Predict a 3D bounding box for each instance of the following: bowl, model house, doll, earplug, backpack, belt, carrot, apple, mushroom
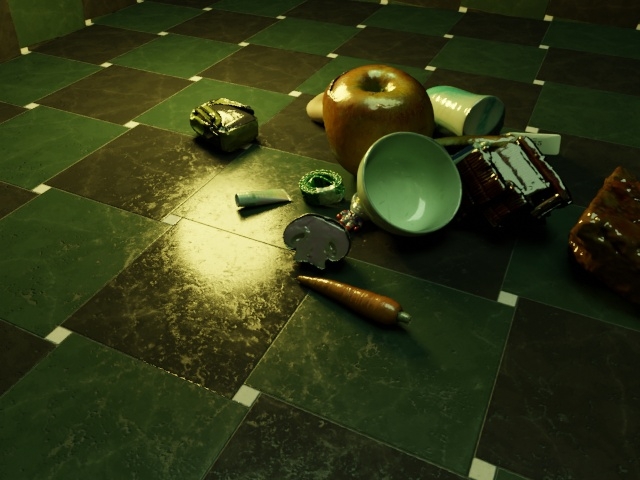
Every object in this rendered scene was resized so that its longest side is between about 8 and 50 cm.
[{"bbox_3d":[0.240,-0.146,1.606,0.307,0.163,0.307,5,71,-16],"label":"bowl"},{"bbox_3d":[0.524,-0.131,1.641,0.283,0.297,0.317,-26,66,3],"label":"model house"},{"bbox_3d":[0.123,-0.090,1.672,0.104,0.062,0.195,28,53,32],"label":"doll"},{"bbox_3d":[0.487,-0.473,1.992,0.185,0.185,0.324,-18,35,-21],"label":"earplug"},{"bbox_3d":[-0.367,-0.442,2.052,0.253,0.140,0.207,31,46,28],"label":"backpack"},{"bbox_3d":[0.010,-0.161,1.756,0.151,0.079,0.121,8,48,28],"label":"belt"},{"bbox_3d":[0.079,0.144,1.386,0.336,0.069,0.069,19,42,32],"label":"carrot"},{"bbox_3d":[0.187,-0.379,1.818,0.374,0.374,0.384,-22,49,-25],"label":"apple"},{"bbox_3d":[0.000,0.000,1.519,0.188,0.141,0.117,16,7,17],"label":"mushroom"}]

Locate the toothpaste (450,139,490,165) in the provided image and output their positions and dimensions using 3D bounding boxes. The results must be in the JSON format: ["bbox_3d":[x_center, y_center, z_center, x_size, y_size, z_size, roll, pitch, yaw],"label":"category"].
[{"bbox_3d":[0.418,-0.241,1.743,0.268,0.047,0.069,-31,27,35],"label":"toothpaste"}]

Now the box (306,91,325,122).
[{"bbox_3d":[0.033,-0.523,2.160,0.146,0.088,0.200,-41,33,-17],"label":"box"}]

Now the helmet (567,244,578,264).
[{"bbox_3d":[0.711,0.036,1.510,0.089,0.057,0.111,37,45,14],"label":"helmet"}]

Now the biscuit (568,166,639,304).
[{"bbox_3d":[0.850,-0.003,1.439,0.343,0.166,0.395,39,45,18],"label":"biscuit"}]

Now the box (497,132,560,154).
[{"bbox_3d":[0.699,-0.331,1.884,0.168,0.071,0.259,4,12,5],"label":"box"}]

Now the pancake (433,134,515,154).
[{"bbox_3d":[0.484,-0.316,1.834,0.197,0.054,0.377,9,-1,-41],"label":"pancake"}]

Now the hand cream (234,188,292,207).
[{"bbox_3d":[-0.183,-0.137,1.751,0.174,0.047,0.076,-10,38,-26],"label":"hand cream"}]
